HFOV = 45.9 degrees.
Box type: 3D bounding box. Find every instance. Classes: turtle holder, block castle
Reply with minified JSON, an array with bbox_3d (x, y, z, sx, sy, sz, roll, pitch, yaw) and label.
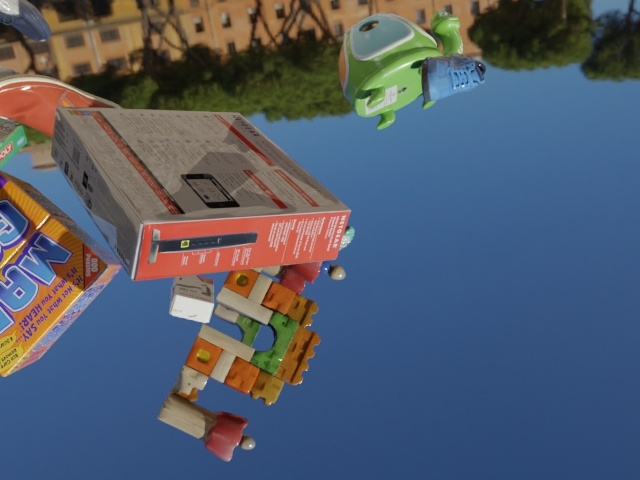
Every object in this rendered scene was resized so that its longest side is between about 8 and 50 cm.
[{"bbox_3d":[0.191,-0.456,1.874,0.320,0.227,0.243,-35,161,25],"label":"turtle holder"},{"bbox_3d":[-0.132,0.203,1.517,0.212,0.453,0.303,27,165,-3],"label":"block castle"}]

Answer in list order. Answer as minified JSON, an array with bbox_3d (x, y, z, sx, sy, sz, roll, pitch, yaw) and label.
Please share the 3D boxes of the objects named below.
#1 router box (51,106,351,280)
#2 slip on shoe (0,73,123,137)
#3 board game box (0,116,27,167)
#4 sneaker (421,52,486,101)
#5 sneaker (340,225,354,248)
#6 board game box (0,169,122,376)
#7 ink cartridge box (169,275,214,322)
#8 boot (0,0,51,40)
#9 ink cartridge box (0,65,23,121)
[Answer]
[{"bbox_3d":[-0.174,-0.081,1.052,0.301,0.082,0.335,-4,-146,-35],"label":"router box"},{"bbox_3d":[-0.558,-0.267,1.614,0.331,0.101,0.123,12,137,-44],"label":"slip on shoe"},{"bbox_3d":[-0.695,-0.163,1.270,0.317,0.046,0.213,19,-131,10],"label":"board game box"},{"bbox_3d":[0.225,-0.277,1.260,0.082,0.069,0.209,3,-160,24],"label":"sneaker"},{"bbox_3d":[0.000,0.000,1.736,0.166,0.076,0.065,-31,160,20],"label":"sneaker"},{"bbox_3d":[-0.778,0.078,1.941,0.356,0.356,0.356,-49,-175,-7],"label":"board game box"},{"bbox_3d":[-0.314,0.137,1.854,0.099,0.056,0.135,15,-160,-16],"label":"ink cartridge box"},{"bbox_3d":[-0.779,-0.549,1.820,0.095,0.258,0.123,-10,-131,38],"label":"boot"},{"bbox_3d":[-0.733,-0.326,1.670,0.198,0.115,0.067,18,-152,32],"label":"ink cartridge box"}]
